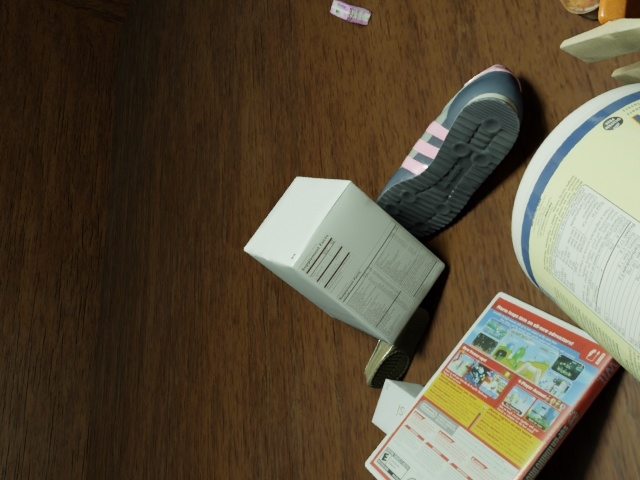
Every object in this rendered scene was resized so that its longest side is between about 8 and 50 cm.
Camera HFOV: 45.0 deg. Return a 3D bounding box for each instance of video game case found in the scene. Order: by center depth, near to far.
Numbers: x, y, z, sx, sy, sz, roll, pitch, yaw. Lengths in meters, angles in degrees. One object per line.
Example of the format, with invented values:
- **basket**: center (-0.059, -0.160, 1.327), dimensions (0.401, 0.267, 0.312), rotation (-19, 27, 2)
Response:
- **video game case**: center (0.194, 0.206, 0.909), dimensions (0.285, 0.025, 0.204), rotation (-51, 29, -5)

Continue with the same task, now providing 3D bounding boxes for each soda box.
- **soda box**: center (0.159, 0.256, 1.016), dimensions (0.216, 0.074, 0.069), rotation (24, 98, 60)

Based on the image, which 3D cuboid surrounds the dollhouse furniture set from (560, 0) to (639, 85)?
- **dollhouse furniture set**: center (0.336, -0.271, 0.744), dimensions (0.135, 0.259, 0.262), rotation (-2, 76, 57)

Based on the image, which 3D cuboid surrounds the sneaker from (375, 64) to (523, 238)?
- **sneaker**: center (0.188, -0.121, 1.129), dimensions (0.319, 0.112, 0.131), rotation (-47, 15, 46)

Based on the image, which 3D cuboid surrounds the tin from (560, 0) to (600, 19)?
- **tin**: center (0.345, -0.363, 0.998), dimensions (0.106, 0.040, 0.189), rotation (-55, 35, 40)

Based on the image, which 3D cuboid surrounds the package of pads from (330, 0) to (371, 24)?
- **package of pads**: center (0.059, -0.447, 1.517), dimensions (0.083, 0.050, 0.032), rotation (47, 124, 56)

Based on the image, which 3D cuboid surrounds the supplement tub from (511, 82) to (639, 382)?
- **supplement tub**: center (0.338, 0.025, 0.639), dimensions (0.235, 0.235, 0.325), rotation (-65, 31, 20)

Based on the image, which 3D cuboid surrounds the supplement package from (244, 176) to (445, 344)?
- **supplement package**: center (0.032, 0.024, 1.157), dimensions (0.149, 0.203, 0.194), rotation (-55, 25, -10)

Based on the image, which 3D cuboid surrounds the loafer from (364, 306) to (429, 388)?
- **loafer**: center (0.112, 0.157, 1.167), dimensions (0.148, 0.056, 0.050), rotation (-58, 32, 11)
